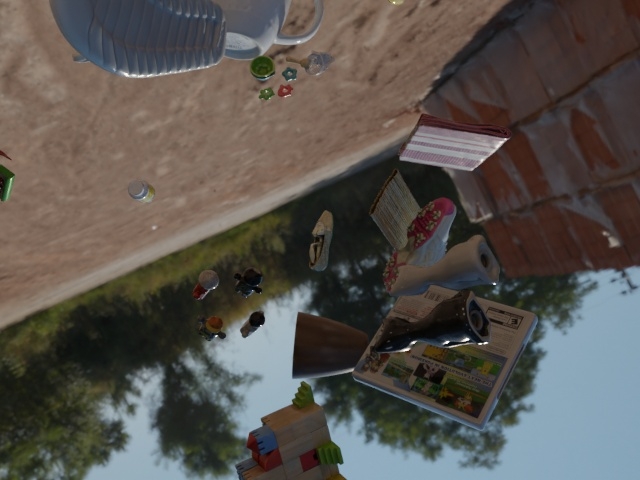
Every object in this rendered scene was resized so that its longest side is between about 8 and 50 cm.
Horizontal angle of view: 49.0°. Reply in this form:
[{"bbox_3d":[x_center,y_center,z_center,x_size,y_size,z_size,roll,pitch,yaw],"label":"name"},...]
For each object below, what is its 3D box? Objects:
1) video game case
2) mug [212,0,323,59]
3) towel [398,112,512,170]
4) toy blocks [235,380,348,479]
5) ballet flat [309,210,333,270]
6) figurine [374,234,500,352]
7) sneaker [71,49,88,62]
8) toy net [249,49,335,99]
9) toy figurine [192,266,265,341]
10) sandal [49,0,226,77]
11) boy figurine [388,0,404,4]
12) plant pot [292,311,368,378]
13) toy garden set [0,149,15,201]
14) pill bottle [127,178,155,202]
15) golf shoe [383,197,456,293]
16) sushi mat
[{"bbox_3d":[0.281,0.245,1.603,0.329,0.036,0.300,16,-123,35],"label":"video game case"},{"bbox_3d":[-0.172,-0.691,2.011,0.375,0.327,0.276,11,168,-14],"label":"mug"},{"bbox_3d":[0.354,-0.261,1.916,0.237,0.037,0.329,9,170,-3],"label":"towel"},{"bbox_3d":[-0.094,0.598,1.825,0.261,0.381,0.191,-19,-165,-23],"label":"toy blocks"},{"bbox_3d":[0.000,0.000,1.910,0.052,0.168,0.057,5,180,-38],"label":"ballet flat"},{"bbox_3d":[0.203,0.104,1.268,0.210,0.092,0.214,-19,-144,38],"label":"figurine"},{"bbox_3d":[-0.757,-0.691,2.348,0.232,0.090,0.115,-55,151,-26],"label":"sneaker"},{"bbox_3d":[-0.068,-0.458,1.886,0.232,0.122,0.045,-17,157,-5],"label":"toy net"},{"bbox_3d":[-0.269,0.190,2.094,0.213,0.209,0.148,0,157,-23],"label":"toy figurine"},{"bbox_3d":[-0.298,-0.345,1.150,0.102,0.169,0.416,6,-173,25],"label":"sandal"},{"bbox_3d":[0.193,-0.756,2.005,0.092,0.177,0.285,-27,-161,16],"label":"boy figurine"},{"bbox_3d":[0.033,0.343,2.239,0.231,0.215,0.215,4,-177,1],"label":"plant pot"},{"bbox_3d":[-0.839,-0.213,1.657,0.204,0.244,0.049,-46,-171,48],"label":"toy garden set"},{"bbox_3d":[-0.553,-0.153,2.156,0.065,0.065,0.116,-27,176,-1],"label":"pill bottle"},{"bbox_3d":[0.283,0.023,1.830,0.306,0.140,0.115,-60,-156,31],"label":"golf shoe"},{"bbox_3d":[0.230,-0.041,1.887,0.019,0.316,0.151,15,-114,40],"label":"sushi mat"}]
